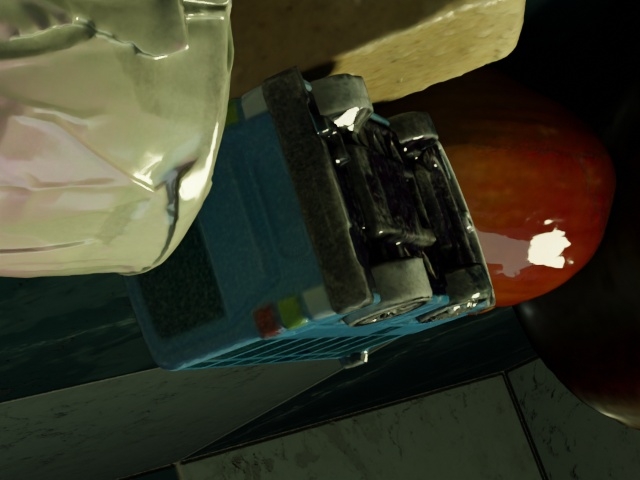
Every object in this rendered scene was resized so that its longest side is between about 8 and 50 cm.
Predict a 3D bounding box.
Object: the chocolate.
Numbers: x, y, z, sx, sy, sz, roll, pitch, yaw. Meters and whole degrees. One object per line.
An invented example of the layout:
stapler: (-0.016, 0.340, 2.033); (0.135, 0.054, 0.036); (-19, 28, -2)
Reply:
chocolate: (0.307, -0.005, 1.001); (0.383, 0.384, 0.331); (-8, 172, -42)

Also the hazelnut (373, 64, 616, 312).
hazelnut: (0.081, -0.030, 0.868); (0.181, 0.181, 0.212); (-38, -173, -27)

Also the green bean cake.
green bean cake: (0.008, -0.112, 0.628); (0.179, 0.085, 0.109); (-21, 170, 5)

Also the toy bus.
toy bus: (0.000, 0.000, 0.646); (0.133, 0.116, 0.234); (-23, 169, 18)

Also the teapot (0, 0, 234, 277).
teapot: (-0.121, -0.063, 0.425); (0.178, 0.163, 0.221); (-3, -173, -31)
